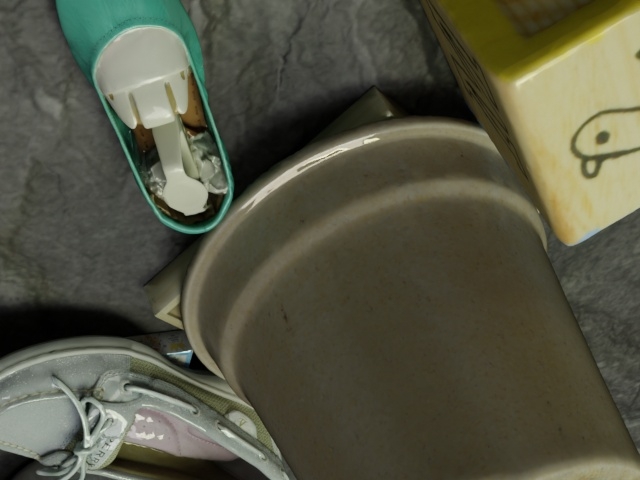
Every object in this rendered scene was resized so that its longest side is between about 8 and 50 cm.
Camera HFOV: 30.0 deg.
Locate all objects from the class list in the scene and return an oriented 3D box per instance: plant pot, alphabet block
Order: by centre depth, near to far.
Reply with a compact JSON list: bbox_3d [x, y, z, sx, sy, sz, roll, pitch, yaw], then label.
[{"bbox_3d":[0.190,-0.153,0.847,0.192,0.193,0.197,-32,141,4],"label":"alphabet block"},{"bbox_3d":[0.089,0.126,0.950,0.333,0.305,0.334,-15,140,-13],"label":"plant pot"}]

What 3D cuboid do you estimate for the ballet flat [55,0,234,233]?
[{"bbox_3d":[-0.110,-0.092,0.831,0.083,0.087,0.247,-23,140,-4],"label":"ballet flat"}]

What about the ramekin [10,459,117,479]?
[{"bbox_3d":[-0.222,0.287,1.171,0.207,0.109,0.207,-15,140,-13],"label":"ramekin"}]

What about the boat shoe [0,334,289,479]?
[{"bbox_3d":[-0.155,0.166,1.033,0.320,0.103,0.118,23,121,-44],"label":"boat shoe"}]

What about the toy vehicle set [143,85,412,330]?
[{"bbox_3d":[0.000,0.000,1.033,0.267,0.035,0.166,-40,139,16],"label":"toy vehicle set"}]

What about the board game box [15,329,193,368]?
[{"bbox_3d":[-0.199,0.132,1.077,0.154,0.026,0.103,-5,137,-24],"label":"board game box"}]
